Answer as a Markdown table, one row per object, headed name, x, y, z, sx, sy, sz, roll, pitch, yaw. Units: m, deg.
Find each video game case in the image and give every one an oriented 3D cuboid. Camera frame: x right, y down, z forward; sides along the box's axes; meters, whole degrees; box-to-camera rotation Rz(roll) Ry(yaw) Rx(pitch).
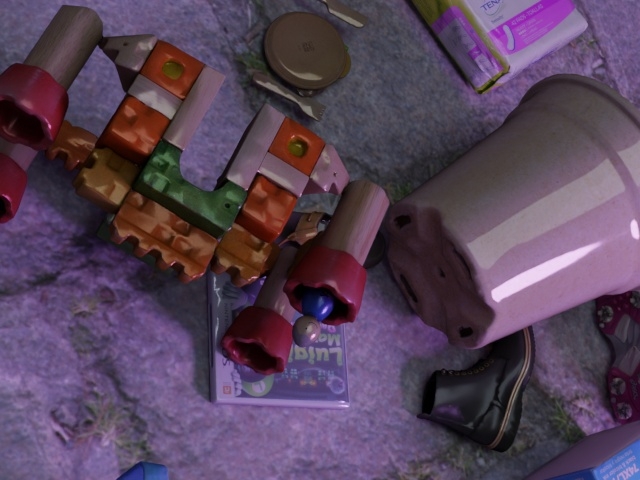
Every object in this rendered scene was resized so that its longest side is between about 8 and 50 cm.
| name | x | y | z | sx | sy | sz | roll | pitch | yaw |
| --- | --- | --- | --- | --- | --- | --- | --- | --- | --- |
| video game case | -0.053 | 0.128 | 1.528 | 0.191 | 0.022 | 0.173 | 7 | 68 | -27 |

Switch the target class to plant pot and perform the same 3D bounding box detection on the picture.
| name | x | y | z | sx | sy | sz | roll | pitch | yaw |
| --- | --- | --- | --- | --- | --- | --- | --- | --- | --- |
| plant pot | 0.269 | -0.014 | 1.613 | 0.306 | 0.334 | 0.333 | -29 | 86 | -23 |

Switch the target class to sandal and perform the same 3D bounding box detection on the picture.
| name | x | y | z | sx | sy | sz | roll | pitch | yaw |
| --- | --- | --- | --- | --- | --- | --- | --- | --- | --- |
| sandal | 0.000 | 0.000 | 1.584 | 0.219 | 0.060 | 0.089 | 5 | 69 | -28 |

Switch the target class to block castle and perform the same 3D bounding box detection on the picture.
| name | x | y | z | sx | sy | sz | roll | pitch | yaw |
| --- | --- | --- | --- | --- | --- | --- | --- | --- | --- |
| block castle | -0.176 | -0.027 | 1.336 | 0.453 | 0.303 | 0.212 | 31 | 59 | -11 |

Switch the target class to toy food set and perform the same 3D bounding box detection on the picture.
| name | x | y | z | sx | sy | sz | roll | pitch | yaw |
| --- | --- | --- | --- | --- | --- | --- | --- | --- | --- |
| toy food set | -0.020 | -0.266 | 1.698 | 0.132 | 0.038 | 0.192 | 29 | 65 | -8 |

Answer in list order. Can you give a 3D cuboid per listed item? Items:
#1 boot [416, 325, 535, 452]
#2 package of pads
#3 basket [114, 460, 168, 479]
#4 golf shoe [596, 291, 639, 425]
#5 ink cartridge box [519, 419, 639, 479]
| name | x | y | z | sx | sy | sz | roll | pitch | yaw |
| --- | --- | --- | --- | --- | --- | --- | --- | --- | --- |
| boot | 0.215 | 0.176 | 1.632 | 0.137 | 0.077 | 0.197 | 21 | 61 | -15 |
| package of pads | 0.252 | -0.397 | 1.858 | 0.229 | 0.101 | 0.296 | -33 | 88 | -36 |
| basket | -0.221 | 0.362 | 1.181 | 0.201 | 0.289 | 0.254 | 15 | 68 | -18 |
| golf shoe | 0.499 | 0.138 | 1.791 | 0.140 | 0.115 | 0.306 | 8 | 75 | -35 |
| ink cartridge box | 0.422 | 0.401 | 1.580 | 0.197 | 0.198 | 0.270 | -23 | 83 | -34 |
